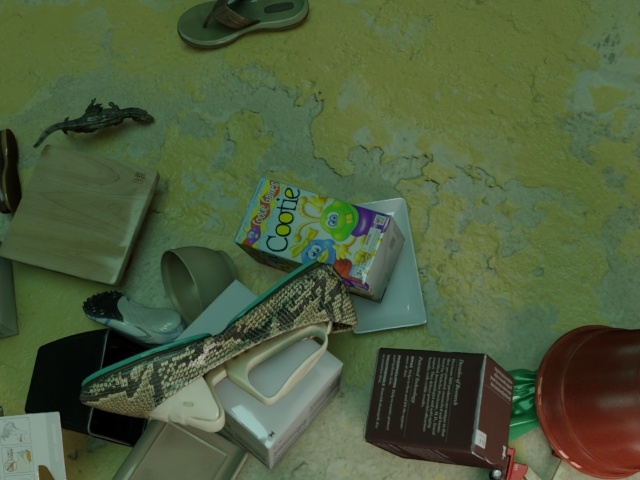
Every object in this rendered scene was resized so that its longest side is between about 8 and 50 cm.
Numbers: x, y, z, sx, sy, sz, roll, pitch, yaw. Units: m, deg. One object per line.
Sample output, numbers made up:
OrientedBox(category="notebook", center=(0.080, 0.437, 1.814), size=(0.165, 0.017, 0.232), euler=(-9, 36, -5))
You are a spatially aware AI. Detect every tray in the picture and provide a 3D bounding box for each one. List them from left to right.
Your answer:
OrientedBox(category="tray", center=(0.118, 0.050, 1.642), size=(0.145, 0.030, 0.271), euler=(-9, 68, 3))

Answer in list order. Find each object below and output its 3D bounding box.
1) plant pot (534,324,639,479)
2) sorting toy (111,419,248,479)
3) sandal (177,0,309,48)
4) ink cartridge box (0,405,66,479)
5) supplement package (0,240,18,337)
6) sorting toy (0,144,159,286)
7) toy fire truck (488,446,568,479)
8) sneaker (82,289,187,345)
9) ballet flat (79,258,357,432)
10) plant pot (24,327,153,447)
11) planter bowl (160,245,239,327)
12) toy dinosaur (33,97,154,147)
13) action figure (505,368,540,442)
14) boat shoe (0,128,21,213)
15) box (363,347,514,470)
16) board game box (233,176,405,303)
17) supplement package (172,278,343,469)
OrientedBox(category="plant pot", center=(0.538, 0.255, 1.356), size=(0.272, 0.265, 0.273), euler=(3, 75, -13))
OrientedBox(category="sorting toy", center=(-0.257, 0.423, 1.511), size=(0.196, 0.047, 0.348), euler=(26, 61, 12))
OrientedBox(category="sandal", center=(-0.178, -0.520, 1.860), size=(0.302, 0.086, 0.120), euler=(-14, 68, 0))
OrientedBox(category="ink cartridge box", center=(-0.561, 0.430, 1.458), size=(0.238, 0.060, 0.275), euler=(-4, 97, -3))
OrientedBox(category="supplement package", center=(-0.766, 0.100, 1.618), size=(0.262, 0.198, 0.199), euler=(-14, 68, 0))
OrientedBox(category="sorting toy", center=(-0.483, -0.042, 1.704), size=(0.257, 0.089, 0.256), euler=(13, 71, 10))
OrientedBox(category="toy fire truck", center=(0.368, 0.424, 1.463), size=(0.135, 0.047, 0.192), euler=(13, 71, 10))
OrientedBox(category="sneaker", center=(-0.368, 0.161, 1.624), size=(0.237, 0.086, 0.085), euler=(13, 40, 24))
OrientedBox(category="ballet flat", center=(-0.144, 0.202, 1.369), size=(0.482, 0.164, 0.182), euler=(-27, 74, -19))
OrientedBox(category="plant pot", center=(-0.433, 0.274, 1.536), size=(0.166, 0.188, 0.188), euler=(-1, 69, 17))
OrientedBox(category="planter bowl", center=(-0.226, 0.079, 1.608), size=(0.109, 0.162, 0.162), euler=(-20, 66, -31))
OrientedBox(category="toy dinosaur", center=(-0.500, -0.257, 1.777), size=(0.268, 0.064, 0.118), euler=(-21, 27, -26))
OrientedBox(category="action figure", center=(0.419, 0.281, 1.506), size=(0.232, 0.063, 0.137), euler=(-14, 67, -1))
OrientedBox(category="boat shoe", center=(-0.690, -0.143, 1.776), size=(0.073, 0.073, 0.207), euler=(-15, 61, 1))
OrientedBox(category="box", center=(0.208, 0.291, 1.434), size=(0.203, 0.168, 0.167), euler=(-2, 66, 30))
OrientedBox(category="board game box", center=(0.000, 0.000, 1.585), size=(0.275, 0.144, 0.142), euler=(18, 77, 22))
OrientedBox(category="supplement package", center=(-0.123, 0.242, 1.511), size=(0.262, 0.145, 0.204), euler=(37, 65, 17))
